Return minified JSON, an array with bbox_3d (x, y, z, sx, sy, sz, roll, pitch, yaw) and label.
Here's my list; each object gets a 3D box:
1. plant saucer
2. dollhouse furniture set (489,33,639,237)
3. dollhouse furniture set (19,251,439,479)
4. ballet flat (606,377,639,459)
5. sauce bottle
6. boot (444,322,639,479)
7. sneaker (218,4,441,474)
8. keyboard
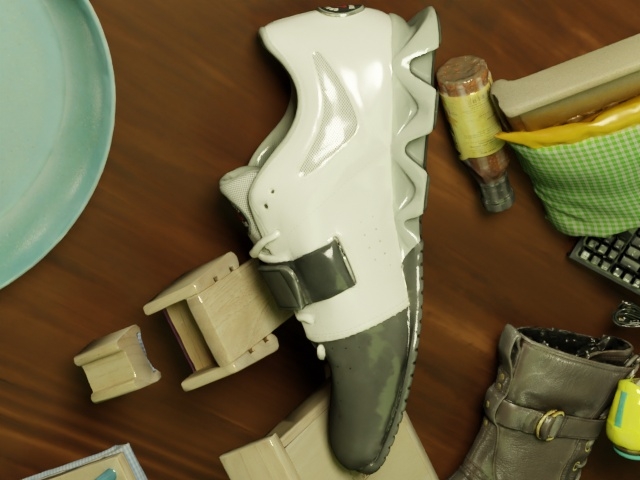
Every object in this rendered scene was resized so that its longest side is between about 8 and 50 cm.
[{"bbox_3d":[-0.291,-0.085,0.981,0.317,0.044,0.317,-11,125,-16],"label":"plant saucer"},{"bbox_3d":[0.289,-0.055,1.081,0.301,0.151,0.197,-20,142,15],"label":"dollhouse furniture set"},{"bbox_3d":[-0.110,0.180,1.208,0.303,0.198,0.286,-24,95,27],"label":"dollhouse furniture set"},{"bbox_3d":[0.331,0.115,1.313,0.231,0.077,0.077,-18,111,-34],"label":"ballet flat"},{"bbox_3d":[0.118,-0.076,1.148,0.042,0.042,0.128,-24,126,-6],"label":"sauce bottle"},{"bbox_3d":[0.215,0.189,1.336,0.263,0.091,0.229,18,106,-38],"label":"boot"},{"bbox_3d":[0.000,0.000,1.085,0.146,0.122,0.330,1,96,-6],"label":"sneaker"},{"bbox_3d":[0.289,0.038,1.253,0.180,0.023,0.108,28,116,-4],"label":"keyboard"}]
